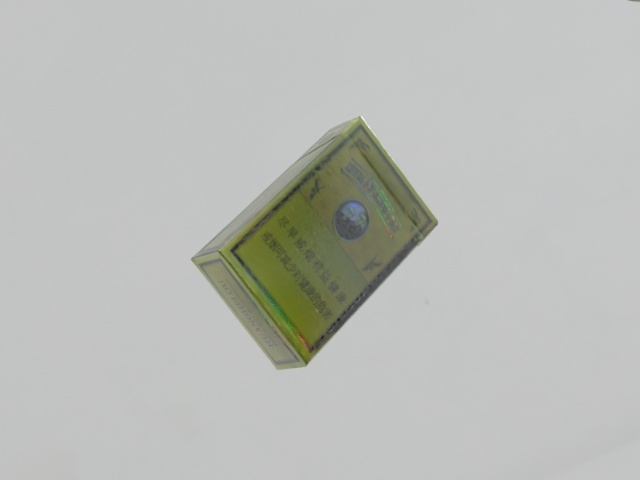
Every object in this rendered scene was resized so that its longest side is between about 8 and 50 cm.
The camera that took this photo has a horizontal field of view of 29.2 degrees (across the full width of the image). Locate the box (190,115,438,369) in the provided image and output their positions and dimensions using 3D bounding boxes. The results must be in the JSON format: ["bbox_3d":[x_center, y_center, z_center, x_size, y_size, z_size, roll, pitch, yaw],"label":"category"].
[{"bbox_3d":[0.000,0.000,1.186,0.141,0.220,0.064,53,-33,-13],"label":"box"}]
